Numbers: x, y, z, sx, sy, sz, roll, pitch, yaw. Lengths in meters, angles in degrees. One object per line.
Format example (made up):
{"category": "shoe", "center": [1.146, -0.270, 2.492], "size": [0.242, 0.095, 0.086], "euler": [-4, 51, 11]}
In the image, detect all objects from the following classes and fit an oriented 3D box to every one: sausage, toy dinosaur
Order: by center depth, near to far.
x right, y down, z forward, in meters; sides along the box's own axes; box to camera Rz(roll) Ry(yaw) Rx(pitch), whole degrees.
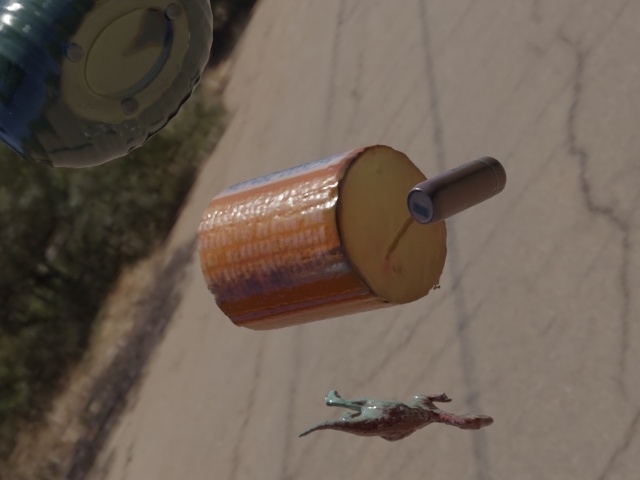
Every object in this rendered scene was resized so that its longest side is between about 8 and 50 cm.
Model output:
{"category": "toy dinosaur", "center": [0.079, 0.217, 1.694], "size": [0.242, 0.167, 0.053], "euler": [-2, -80, -55]}
{"category": "sausage", "center": [0.000, 0.000, 2.007], "size": [0.287, 0.233, 0.233], "euler": [-14, 40, 42]}

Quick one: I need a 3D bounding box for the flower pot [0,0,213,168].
{"category": "flower pot", "center": [-0.206, -0.176, 1.298], "size": [0.243, 0.189, 0.157], "euler": [-49, 30, -15]}

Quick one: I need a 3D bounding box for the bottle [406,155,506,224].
{"category": "bottle", "center": [0.168, -0.062, 1.724], "size": [0.140, 0.053, 0.053], "euler": [-23, -17, -39]}
